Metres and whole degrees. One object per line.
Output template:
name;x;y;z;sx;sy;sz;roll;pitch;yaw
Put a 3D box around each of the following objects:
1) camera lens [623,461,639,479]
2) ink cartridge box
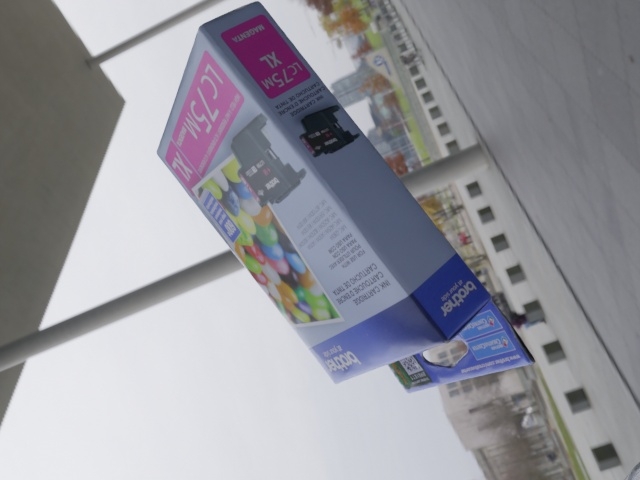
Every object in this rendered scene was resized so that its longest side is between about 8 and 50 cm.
camera lens;0.382;0.366;0.646;0.219;0.219;0.274;-95;10;-56
ink cartridge box;0.000;0.000;0.490;0.311;0.065;0.186;50;150;1
